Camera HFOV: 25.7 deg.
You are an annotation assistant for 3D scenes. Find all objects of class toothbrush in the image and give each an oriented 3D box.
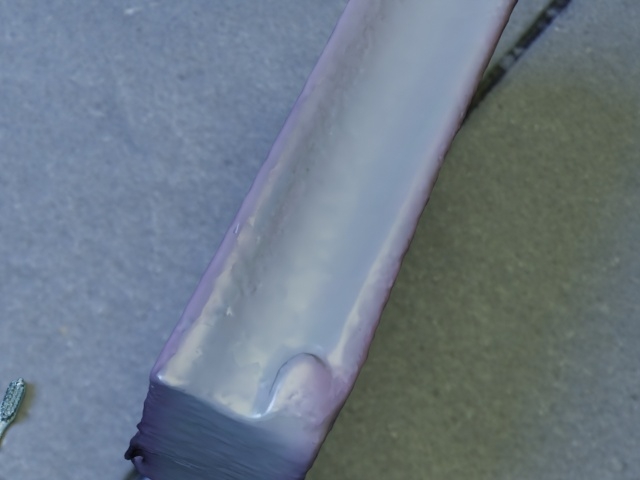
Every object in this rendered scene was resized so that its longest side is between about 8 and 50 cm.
[{"bbox_3d":[-0.251,0.196,0.987,0.016,0.019,0.219,23,66,-9],"label":"toothbrush"}]

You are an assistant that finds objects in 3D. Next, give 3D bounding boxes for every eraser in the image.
[{"bbox_3d":[0.000,0.000,0.982,0.122,0.272,0.359,25,65,-2],"label":"eraser"}]
